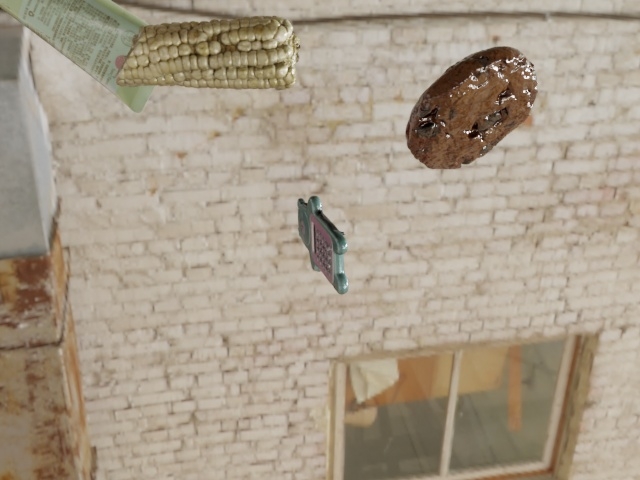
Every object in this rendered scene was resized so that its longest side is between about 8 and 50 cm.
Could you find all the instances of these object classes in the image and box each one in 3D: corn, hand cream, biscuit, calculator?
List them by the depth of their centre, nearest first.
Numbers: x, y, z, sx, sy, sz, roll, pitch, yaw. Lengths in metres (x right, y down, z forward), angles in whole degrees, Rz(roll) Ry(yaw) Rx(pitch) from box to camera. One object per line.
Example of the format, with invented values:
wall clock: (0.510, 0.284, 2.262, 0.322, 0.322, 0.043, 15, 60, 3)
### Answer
calculator: (0.000, 0.000, 0.982, 0.019, 0.094, 0.141, -11, -151, -17)
corn: (-0.128, -0.211, 0.999, 0.210, 0.087, 0.087, 1, -148, -3)
biscuit: (0.194, -0.164, 1.141, 0.192, 0.192, 0.049, -14, -129, -23)
hand cream: (-0.362, -0.322, 1.293, 0.305, 0.147, 0.093, 36, -144, -4)
